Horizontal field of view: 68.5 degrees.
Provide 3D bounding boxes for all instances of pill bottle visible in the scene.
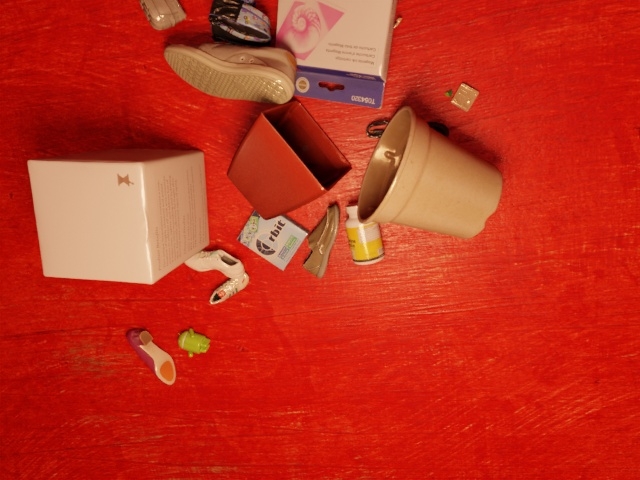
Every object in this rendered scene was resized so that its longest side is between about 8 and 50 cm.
[{"bbox_3d":[0.132,-0.025,1.449,0.103,0.103,0.184,-11,103,12],"label":"pill bottle"}]

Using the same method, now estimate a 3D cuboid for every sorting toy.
[{"bbox_3d":[0.400,-0.415,1.344,0.083,0.012,0.062,28,113,-2],"label":"sorting toy"}]

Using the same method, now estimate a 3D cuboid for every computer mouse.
[{"bbox_3d":[0.255,-0.323,1.386,0.242,0.041,0.071,8,127,12],"label":"computer mouse"}]

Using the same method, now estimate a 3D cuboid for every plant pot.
[{"bbox_3d":[-0.107,-0.213,1.370,0.236,0.267,0.267,-37,96,29],"label":"plant pot"},{"bbox_3d":[0.307,-0.155,1.290,0.306,0.334,0.333,19,108,-10],"label":"plant pot"}]

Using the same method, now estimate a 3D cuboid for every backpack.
[{"bbox_3d":[-0.216,-0.616,1.323,0.174,0.158,0.116,15,89,-9],"label":"backpack"}]

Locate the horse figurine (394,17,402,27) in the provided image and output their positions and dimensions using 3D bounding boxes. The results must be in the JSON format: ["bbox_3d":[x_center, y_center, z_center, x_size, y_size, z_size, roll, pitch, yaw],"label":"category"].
[{"bbox_3d":[0.097,-0.609,1.314,0.263,0.066,0.174,39,107,-2],"label":"horse figurine"}]

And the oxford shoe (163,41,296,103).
[{"bbox_3d":[-0.253,-0.499,1.351,0.450,0.169,0.130,17,71,23],"label":"oxford shoe"}]

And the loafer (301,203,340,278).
[{"bbox_3d":[0.000,0.000,1.482,0.088,0.094,0.251,16,107,0],"label":"loafer"}]

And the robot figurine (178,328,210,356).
[{"bbox_3d":[-0.453,0.361,1.672,0.115,0.067,0.101,15,119,5],"label":"robot figurine"}]

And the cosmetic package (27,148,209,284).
[{"bbox_3d":[-0.562,-0.095,1.395,0.328,0.393,0.329,3,105,9],"label":"cosmetic package"}]

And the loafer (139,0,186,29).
[{"bbox_3d":[-0.499,-0.772,1.360,0.112,0.112,0.319,-28,100,-21],"label":"loafer"}]

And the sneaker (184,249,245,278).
[{"bbox_3d":[-0.352,0.058,1.548,0.212,0.080,0.094,13,147,4],"label":"sneaker"}]

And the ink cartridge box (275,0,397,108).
[{"bbox_3d":[0.032,-0.546,1.284,0.324,0.071,0.329,14,114,20],"label":"ink cartridge box"}]

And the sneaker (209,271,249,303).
[{"bbox_3d":[-0.309,0.166,1.590,0.161,0.075,0.057,-35,97,17],"label":"sneaker"}]

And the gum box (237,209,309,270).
[{"bbox_3d":[-0.154,-0.016,1.532,0.184,0.041,0.157,34,108,0],"label":"gum box"}]

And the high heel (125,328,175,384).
[{"bbox_3d":[-0.626,0.430,1.729,0.117,0.082,0.244,-9,119,41],"label":"high heel"}]
